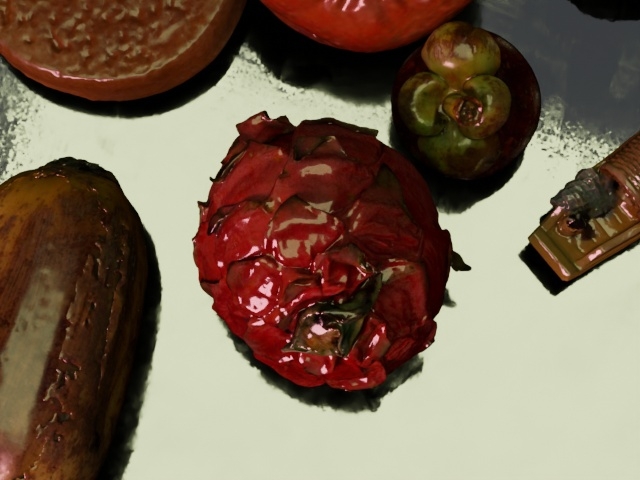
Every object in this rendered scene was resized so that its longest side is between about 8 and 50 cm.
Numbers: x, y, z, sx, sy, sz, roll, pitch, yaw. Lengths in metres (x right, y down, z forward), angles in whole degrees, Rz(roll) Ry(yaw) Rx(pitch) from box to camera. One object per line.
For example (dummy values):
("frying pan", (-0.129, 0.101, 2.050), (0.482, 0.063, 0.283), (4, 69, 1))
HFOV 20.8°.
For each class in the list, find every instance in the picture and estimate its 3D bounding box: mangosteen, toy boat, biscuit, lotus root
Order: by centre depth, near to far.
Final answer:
("lotus root", (-0.276, 0.114, 1.658), (0.196, 0.179, 0.397), (6, 75, 19))
("mangosteen", (0.129, -0.130, 1.694), (0.146, 0.181, 0.156), (-20, 95, 35))
("toy boat", (0.341, -0.076, 1.712), (0.310, 0.115, 0.089), (-35, 81, -5))
("biscuit", (-0.227, -0.342, 1.791), (0.350, 0.070, 0.394), (16, 79, 6))

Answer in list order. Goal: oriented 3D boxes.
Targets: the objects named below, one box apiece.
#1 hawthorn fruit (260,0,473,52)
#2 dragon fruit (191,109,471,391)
("hawthorn fruit", (0.049, -0.353, 1.707), (0.276, 0.276, 0.307), (10, 53, 2))
("dragon fruit", (0.000, 0.000, 1.641), (0.244, 0.244, 0.299), (-22, 64, -4))
